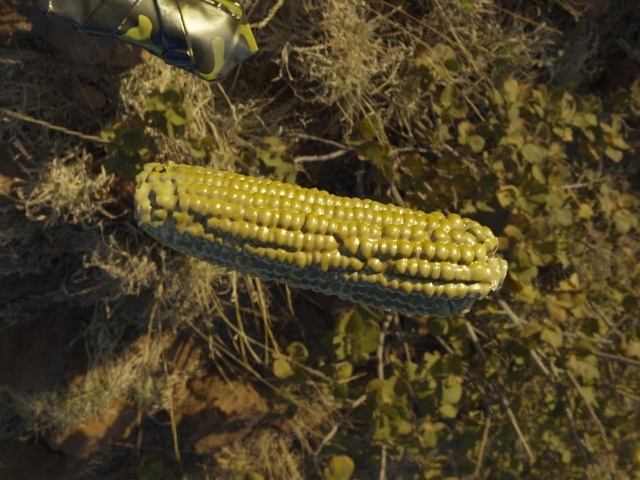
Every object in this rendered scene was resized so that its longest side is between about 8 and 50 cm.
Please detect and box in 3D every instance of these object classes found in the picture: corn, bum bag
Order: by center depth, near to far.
[{"bbox_3d":[0.000,0.000,0.457,0.289,0.086,0.086,13,129,-3],"label":"corn"},{"bbox_3d":[-0.171,-0.229,0.589,0.233,0.106,0.060,16,158,-22],"label":"bum bag"}]
